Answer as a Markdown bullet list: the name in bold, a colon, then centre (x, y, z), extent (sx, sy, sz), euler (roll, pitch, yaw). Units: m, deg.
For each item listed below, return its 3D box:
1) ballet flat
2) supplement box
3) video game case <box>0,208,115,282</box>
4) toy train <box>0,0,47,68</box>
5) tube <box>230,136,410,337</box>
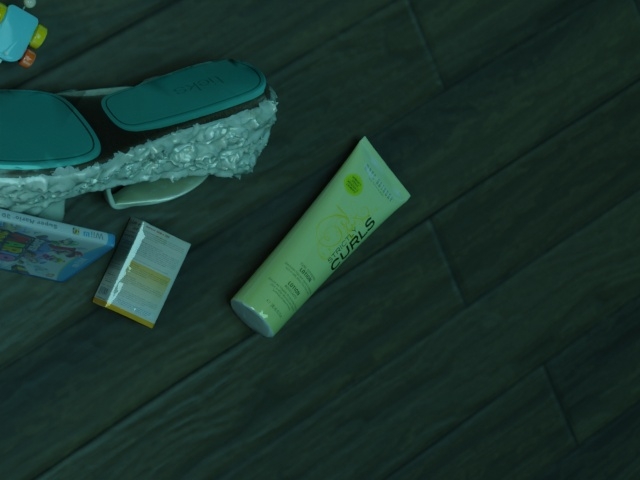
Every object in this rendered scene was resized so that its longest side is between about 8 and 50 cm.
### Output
- **ballet flat**: centre (-0.224, -0.079, 1.767), extent (0.409, 0.147, 0.147), euler (-11, 103, -27)
- **supplement box**: centre (-0.185, 0.033, 1.851), extent (0.062, 0.036, 0.098), euler (28, 83, -29)
- **video game case**: centre (-0.300, 0.002, 1.738), extent (0.166, 0.119, 0.015), euler (13, 63, -30)
- **toy train**: centre (-0.331, -0.239, 1.726), extent (0.125, 0.046, 0.166), euler (-15, 101, -26)
- **tube**: centre (0.000, 0.000, 1.942), extent (0.240, 0.062, 0.070), euler (-48, 157, -21)
